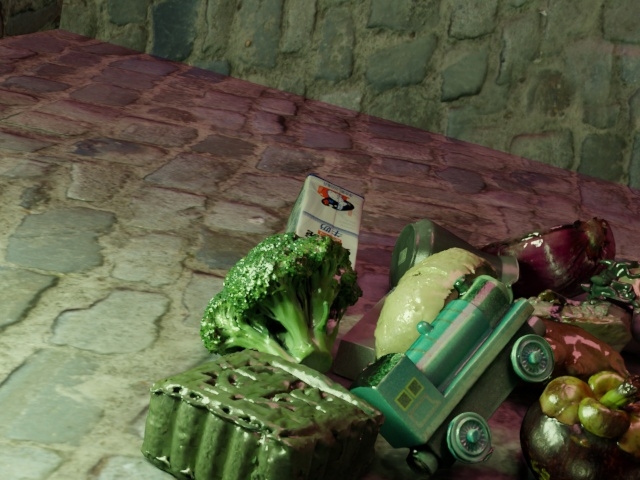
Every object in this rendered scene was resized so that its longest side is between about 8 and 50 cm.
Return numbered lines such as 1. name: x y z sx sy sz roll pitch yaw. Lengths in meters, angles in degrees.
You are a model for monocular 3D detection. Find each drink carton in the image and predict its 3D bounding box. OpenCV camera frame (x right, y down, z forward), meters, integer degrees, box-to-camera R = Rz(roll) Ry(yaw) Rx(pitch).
1. drink carton: 0.000 0.000 2.147 0.130 0.107 0.315 23 29 -6

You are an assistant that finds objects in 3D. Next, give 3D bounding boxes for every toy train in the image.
1. toy train: 0.193 0.182 1.577 0.194 0.298 0.120 48 -27 -6

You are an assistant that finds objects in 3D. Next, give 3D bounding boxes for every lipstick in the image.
1. lipstick: 0.107 0.158 1.930 0.068 0.066 0.317 19 18 15

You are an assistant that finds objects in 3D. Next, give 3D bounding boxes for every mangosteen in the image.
1. mangosteen: 0.385 0.263 1.568 0.192 0.217 0.192 15 30 -9

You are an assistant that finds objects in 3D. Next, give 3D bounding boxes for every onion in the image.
1. onion: 0.453 0.059 2.376 0.267 0.159 0.348 -5 -8 -45

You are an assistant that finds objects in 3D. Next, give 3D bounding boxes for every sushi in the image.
1. sushi: 0.432 0.162 2.063 0.272 0.134 0.109 14 24 1

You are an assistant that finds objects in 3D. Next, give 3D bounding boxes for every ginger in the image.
1. ginger: 0.395 0.193 1.896 0.270 0.123 0.219 4 3 30

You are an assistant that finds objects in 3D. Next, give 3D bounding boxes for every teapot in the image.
1. teapot: 0.256 0.066 2.208 0.225 0.171 0.203 17 -14 -12

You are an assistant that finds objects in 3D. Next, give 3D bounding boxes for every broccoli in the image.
1. broccoli: -0.053 0.106 1.764 0.269 0.261 0.242 47 12 -52

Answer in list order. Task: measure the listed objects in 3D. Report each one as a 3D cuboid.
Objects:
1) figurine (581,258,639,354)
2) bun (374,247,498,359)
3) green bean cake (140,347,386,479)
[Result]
1. figurine: 0.685 0.156 2.164 0.381 0.186 0.261 24 16 27
2. bun: 0.177 0.132 1.768 0.152 0.259 0.259 13 15 32
3. green bean cake: -0.070 0.241 1.458 0.241 0.132 0.255 20 19 31
